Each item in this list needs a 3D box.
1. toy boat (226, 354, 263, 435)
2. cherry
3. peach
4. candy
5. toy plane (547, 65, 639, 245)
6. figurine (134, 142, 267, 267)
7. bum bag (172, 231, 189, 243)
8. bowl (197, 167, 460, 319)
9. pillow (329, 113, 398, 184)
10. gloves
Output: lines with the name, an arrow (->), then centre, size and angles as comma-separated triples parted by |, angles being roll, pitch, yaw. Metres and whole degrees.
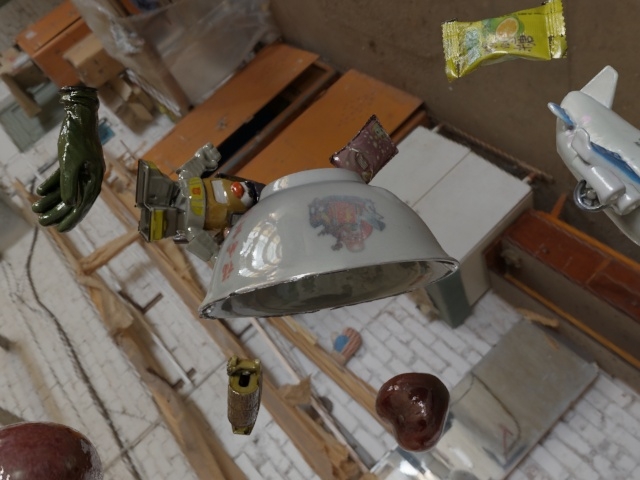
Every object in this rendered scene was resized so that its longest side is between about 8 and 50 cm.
toy boat -> -0.147, 0.302, 1.118 | 0.088, 0.068, 0.226 | -87, 4, -52
cherry -> -0.521, 0.440, 1.049 | 0.221, 0.261, 0.307 | 55, -161, 23
peach -> 0.185, 0.326, 1.154 | 0.152, 0.152, 0.152 | 45, 170, 10
candy -> 0.448, -0.502, 1.461 | 0.297, 0.187, 0.081 | -7, 159, 27
toy plane -> 0.400, -0.099, 0.771 | 0.267, 0.267, 0.122 | 46, 128, 5
figurine -> -0.235, -0.072, 1.222 | 0.308, 0.308, 0.143 | 50, 147, -14
bum bag -> -0.285, -0.063, 1.393 | 0.109, 0.159, 0.026 | 1, 155, 15
bowl -> 0.000, 0.000, 0.791 | 0.345, 0.345, 0.157 | 98, 163, -77
pillow -> 0.100, -0.193, 1.347 | 0.118, 0.185, 0.043 | 52, 151, -16
gloves -> -0.440, -0.144, 1.057 | 0.107, 0.268, 0.135 | 13, 180, -20
